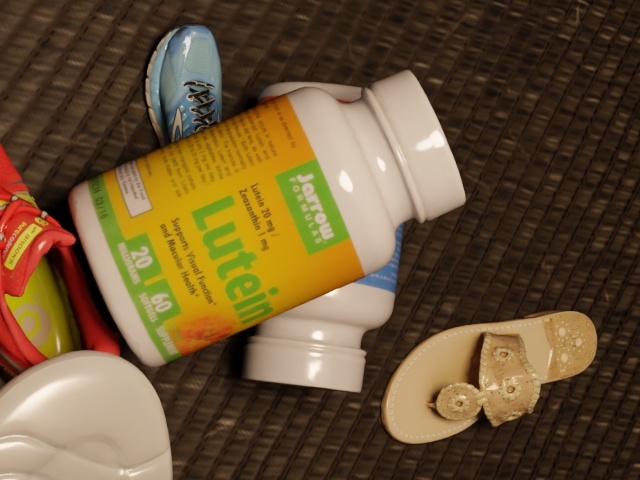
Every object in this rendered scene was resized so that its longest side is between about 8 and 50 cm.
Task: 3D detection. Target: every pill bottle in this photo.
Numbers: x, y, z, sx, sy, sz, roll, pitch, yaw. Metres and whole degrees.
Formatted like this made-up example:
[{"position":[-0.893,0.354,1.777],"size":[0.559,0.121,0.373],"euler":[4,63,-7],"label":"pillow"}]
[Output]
[{"position":[0.000,0.000,1.297],"size":[0.124,0.124,0.221],"euler":[11,82,-37],"label":"pill bottle"},{"position":[-0.033,-0.022,1.169],"size":[0.246,0.136,0.136],"euler":[-24,107,-1],"label":"pill bottle"}]

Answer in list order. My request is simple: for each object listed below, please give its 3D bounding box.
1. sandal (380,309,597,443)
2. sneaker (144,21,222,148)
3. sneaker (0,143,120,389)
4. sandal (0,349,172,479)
[{"position":[0.163,0.108,1.452],"size":[0.240,0.079,0.088],"euler":[-17,100,-37],"label":"sandal"},{"position":[-0.084,-0.079,1.264],"size":[0.063,0.073,0.162],"euler":[-2,92,-37],"label":"sneaker"},{"position":[-0.213,-0.013,1.135],"size":[0.107,0.118,0.279],"euler":[-43,115,-30],"label":"sneaker"},{"position":[-0.214,0.266,1.150],"size":[0.169,0.102,0.416],"euler":[8,99,-33],"label":"sandal"}]
